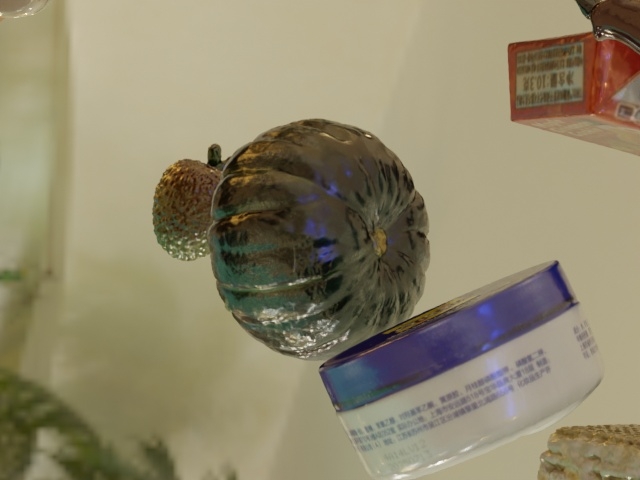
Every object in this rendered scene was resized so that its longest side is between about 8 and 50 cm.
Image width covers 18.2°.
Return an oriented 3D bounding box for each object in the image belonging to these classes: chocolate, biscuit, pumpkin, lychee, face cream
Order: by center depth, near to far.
[{"bbox_3d":[0.110,0.103,1.527,0.111,0.206,0.206,67,-18,0],"label":"face cream"},{"bbox_3d":[0.000,0.000,1.793,0.162,0.220,0.220,3,-88,41],"label":"pumpkin"},{"bbox_3d":[0.391,0.210,1.860,0.144,0.426,0.078,4,-90,49],"label":"biscuit"},{"bbox_3d":[0.363,-0.171,2.372,0.237,0.235,0.108,7,-96,68],"label":"chocolate"},{"bbox_3d":[-0.144,-0.045,2.398,0.146,0.114,0.114,-63,-165,-7],"label":"lychee"}]

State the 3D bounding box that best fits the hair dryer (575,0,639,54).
[{"bbox_3d":[0.374,-0.198,1.756,0.312,0.340,0.123,-63,165,11],"label":"hair dryer"}]

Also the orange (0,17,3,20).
[{"bbox_3d":[-0.421,-0.366,2.137,0.312,0.312,0.312,-179,-90,-74],"label":"orange"}]

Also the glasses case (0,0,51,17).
[{"bbox_3d":[-0.304,-0.317,1.959,0.050,0.083,0.196,-49,140,-70],"label":"glasses case"}]
